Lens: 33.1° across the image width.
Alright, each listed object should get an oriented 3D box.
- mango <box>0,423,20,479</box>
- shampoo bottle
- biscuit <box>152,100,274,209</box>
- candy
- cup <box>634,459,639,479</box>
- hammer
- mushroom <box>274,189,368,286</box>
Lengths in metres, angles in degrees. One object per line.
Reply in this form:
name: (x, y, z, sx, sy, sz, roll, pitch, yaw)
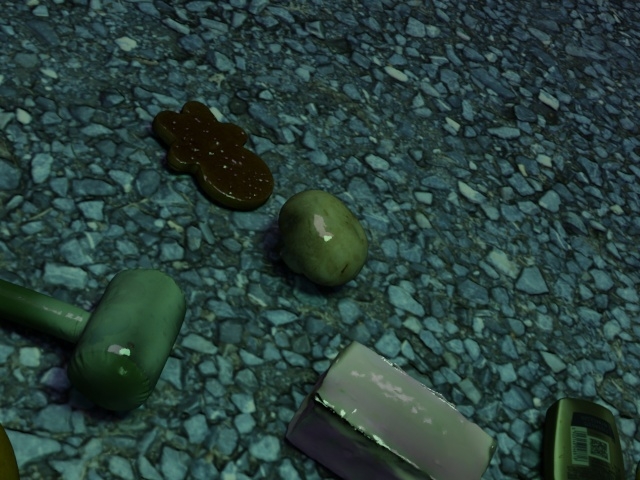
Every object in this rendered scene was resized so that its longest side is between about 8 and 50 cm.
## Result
mango: (-0.443, 0.280, 1.112, 0.264, 0.221, 0.378, 11, 36, -16)
shampoo bottle: (0.392, 0.393, 1.581, 0.126, 0.084, 0.350, 18, 43, -10)
biscuit: (-0.178, -0.140, 1.816, 0.236, 0.039, 0.180, 46, 41, 17)
candy: (0.101, 0.273, 1.507, 0.265, 0.115, 0.155, 33, 40, 4)
cup: (0.539, 0.432, 1.562, 0.196, 0.196, 0.279, 24, 34, -7)
hammer: (-0.358, 0.093, 1.438, 0.336, 0.119, 0.206, 19, 40, -3)
mushroom: (0.000, 0.000, 1.720, 0.166, 0.127, 0.166, 37, 33, -29)
